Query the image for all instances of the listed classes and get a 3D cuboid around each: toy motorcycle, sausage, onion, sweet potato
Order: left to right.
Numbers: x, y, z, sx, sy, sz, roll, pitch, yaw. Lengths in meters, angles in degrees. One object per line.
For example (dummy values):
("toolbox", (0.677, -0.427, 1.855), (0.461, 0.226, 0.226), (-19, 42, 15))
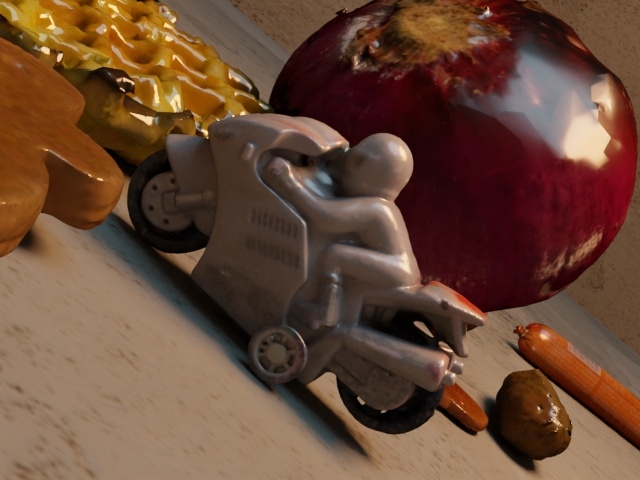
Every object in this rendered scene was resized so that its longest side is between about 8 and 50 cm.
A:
("toy motorcycle", (0.000, 0.000, 0.837), (0.260, 0.171, 0.110), (40, 11, 9))
("onion", (0.122, -0.041, 1.188), (0.348, 0.348, 0.385), (51, -23, 45))
("sweet potato", (0.206, 0.164, 1.223), (0.081, 0.062, 0.233), (58, 9, 7))
("sausage", (0.385, 0.212, 1.695), (0.348, 0.053, 0.053), (38, 10, -18))

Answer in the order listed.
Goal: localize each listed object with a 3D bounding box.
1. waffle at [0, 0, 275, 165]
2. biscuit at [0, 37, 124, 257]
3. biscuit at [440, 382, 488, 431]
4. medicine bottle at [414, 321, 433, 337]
("waffle", (-0.216, -0.179, 1.032), (0.379, 0.095, 0.382), (45, 13, 24))
("biscuit", (-0.229, -0.081, 0.660), (0.275, 0.052, 0.355), (34, 13, -14))
("biscuit", (0.107, 0.133, 1.102), (0.091, 0.015, 0.078), (44, 12, 16))
("medicine bottle", (0.053, 0.080, 1.009), (0.074, 0.055, 0.118), (36, 10, -29))
